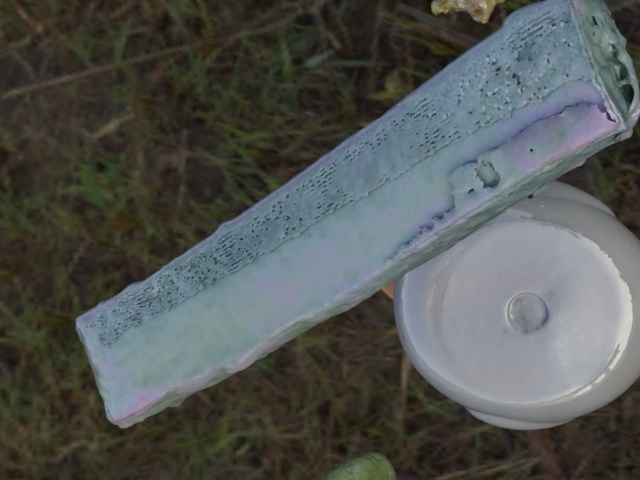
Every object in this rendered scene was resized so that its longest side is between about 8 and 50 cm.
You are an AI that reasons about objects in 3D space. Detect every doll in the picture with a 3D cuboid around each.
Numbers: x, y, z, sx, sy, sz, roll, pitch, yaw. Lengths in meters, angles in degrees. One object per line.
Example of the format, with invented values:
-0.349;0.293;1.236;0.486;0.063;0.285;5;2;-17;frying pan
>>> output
0.169;0.050;1.193;0.251;0.221;0.221;7;89;9;doll

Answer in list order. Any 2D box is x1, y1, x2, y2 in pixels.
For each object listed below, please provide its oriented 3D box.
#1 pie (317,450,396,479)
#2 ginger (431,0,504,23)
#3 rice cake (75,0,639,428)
0.006;0.133;0.614;0.021;0.084;0.084;31;103;32;pie
0.190;-0.283;1.285;0.193;0.052;0.176;18;84;21;ginger
0.000;0.000;0.391;0.211;0.034;0.043;-33;74;34;rice cake
